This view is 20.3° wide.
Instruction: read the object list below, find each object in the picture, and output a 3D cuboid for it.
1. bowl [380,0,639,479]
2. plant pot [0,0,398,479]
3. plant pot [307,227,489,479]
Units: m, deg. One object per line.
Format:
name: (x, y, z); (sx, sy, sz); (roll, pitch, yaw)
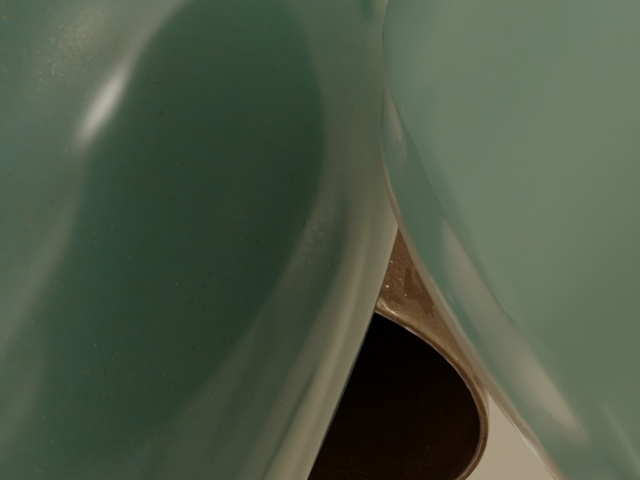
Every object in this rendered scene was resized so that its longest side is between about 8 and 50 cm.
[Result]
bowl: (0.132, -0.015, 0.451); (0.163, 0.311, 0.311); (-39, -52, 22)
plant pot: (-0.103, -0.025, 0.622); (0.293, 0.235, 0.293); (29, -11, 6)
plant pot: (0.000, 0.000, 0.990); (0.215, 0.230, 0.215); (8, -39, 7)
